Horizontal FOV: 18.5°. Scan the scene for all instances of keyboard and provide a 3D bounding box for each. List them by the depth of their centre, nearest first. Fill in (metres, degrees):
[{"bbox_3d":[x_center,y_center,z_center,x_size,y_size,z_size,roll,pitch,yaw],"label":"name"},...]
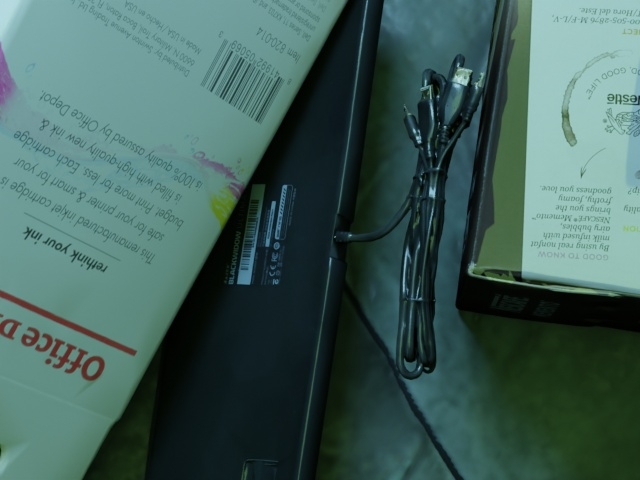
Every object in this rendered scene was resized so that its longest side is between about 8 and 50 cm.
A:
[{"bbox_3d":[0.000,0.000,1.053,0.201,0.033,0.317,2,81,42],"label":"keyboard"}]

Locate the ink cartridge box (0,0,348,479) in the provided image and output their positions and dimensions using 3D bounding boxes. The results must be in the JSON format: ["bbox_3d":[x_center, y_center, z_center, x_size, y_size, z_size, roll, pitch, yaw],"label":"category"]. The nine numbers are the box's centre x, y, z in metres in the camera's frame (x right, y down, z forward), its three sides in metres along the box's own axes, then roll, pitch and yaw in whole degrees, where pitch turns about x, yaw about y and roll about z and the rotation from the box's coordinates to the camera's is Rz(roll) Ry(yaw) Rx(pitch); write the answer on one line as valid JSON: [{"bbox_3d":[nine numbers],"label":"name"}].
[{"bbox_3d":[-0.151,-0.042,1.003,0.119,0.207,0.353,27,87,39],"label":"ink cartridge box"}]

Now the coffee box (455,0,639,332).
[{"bbox_3d":[0.150,-0.108,1.042,0.118,0.168,0.297,8,82,2],"label":"coffee box"}]
